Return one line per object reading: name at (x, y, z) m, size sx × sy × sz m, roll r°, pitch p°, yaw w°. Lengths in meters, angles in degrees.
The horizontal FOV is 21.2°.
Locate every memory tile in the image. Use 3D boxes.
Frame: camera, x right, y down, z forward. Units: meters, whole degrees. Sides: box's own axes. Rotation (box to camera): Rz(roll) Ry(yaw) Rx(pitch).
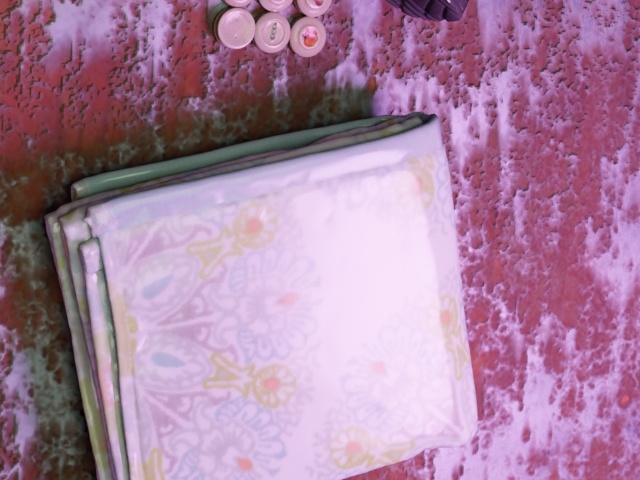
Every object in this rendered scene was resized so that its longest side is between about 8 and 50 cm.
memory tile at (-0.036, -0.239, 1.515) m, size 0.113 × 0.012 × 0.148 m, roll 5°, pitch 100°, yaw -28°

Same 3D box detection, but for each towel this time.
towel at (-0.043, 0.071, 1.534) m, size 0.374 × 0.090 × 0.320 m, roll -14°, pitch 109°, yaw -20°

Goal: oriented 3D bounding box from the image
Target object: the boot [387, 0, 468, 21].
boot at (0.054, -0.368, 1.483) m, size 0.338 × 0.118 × 0.222 m, roll 39°, pitch 73°, yaw -38°
